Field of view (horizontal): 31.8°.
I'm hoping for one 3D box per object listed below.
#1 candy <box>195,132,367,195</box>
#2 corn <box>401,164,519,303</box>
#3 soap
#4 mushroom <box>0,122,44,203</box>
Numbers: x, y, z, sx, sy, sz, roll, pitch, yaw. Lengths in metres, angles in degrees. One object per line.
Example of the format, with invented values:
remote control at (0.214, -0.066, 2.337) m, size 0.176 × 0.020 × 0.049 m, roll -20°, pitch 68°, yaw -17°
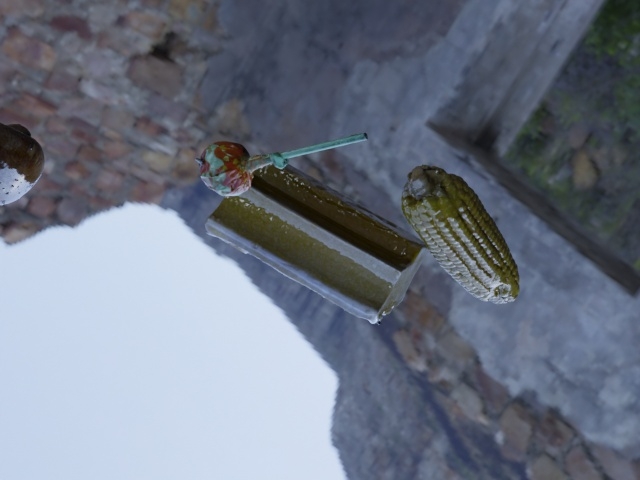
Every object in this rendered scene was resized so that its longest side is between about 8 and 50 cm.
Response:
candy at (-0.036, -0.076, 1.022) m, size 0.055 × 0.184 × 0.049 m, roll 57°, pitch -140°, yaw -31°
corn at (0.185, -0.004, 1.472) m, size 0.262 × 0.097 × 0.097 m, roll 50°, pitch -177°, yaw -37°
soap at (0.000, 0.000, 1.627) m, size 0.281 × 0.143 × 0.259 m, roll 31°, pitch -167°, yaw 8°
mushroom at (-0.563, -0.128, 1.812) m, size 0.231 × 0.138 × 0.194 m, roll 0°, pitch 177°, yaw 43°
